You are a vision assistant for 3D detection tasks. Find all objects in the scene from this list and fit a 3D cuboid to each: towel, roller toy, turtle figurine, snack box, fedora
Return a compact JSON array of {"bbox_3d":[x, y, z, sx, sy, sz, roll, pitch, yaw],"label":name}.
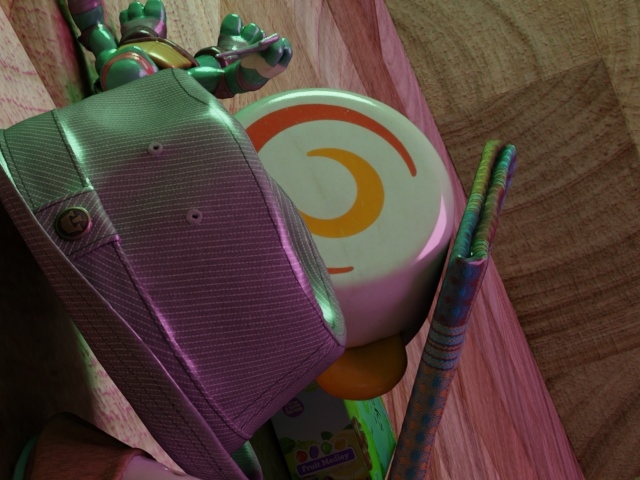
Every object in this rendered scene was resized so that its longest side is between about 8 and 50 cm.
[{"bbox_3d":[0.088,0.130,1.509,0.271,0.040,0.370,-66,171,-66],"label":"towel"},{"bbox_3d":[0.000,0.000,1.418,0.191,0.209,0.146,-54,167,-28],"label":"roller toy"},{"bbox_3d":[-0.114,-0.134,1.364,0.175,0.118,0.234,30,10,2],"label":"turtle figurine"},{"bbox_3d":[-0.006,0.104,1.596,0.174,0.070,0.207,-46,118,-80],"label":"snack box"},{"bbox_3d":[-0.076,-0.002,1.037,0.275,0.124,0.244,56,0,37],"label":"fedora"}]

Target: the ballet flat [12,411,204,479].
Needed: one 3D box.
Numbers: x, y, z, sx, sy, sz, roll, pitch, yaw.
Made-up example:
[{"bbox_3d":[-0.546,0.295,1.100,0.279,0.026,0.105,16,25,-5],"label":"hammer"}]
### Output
[{"bbox_3d":[-0.086,0.174,0.877,0.342,0.124,0.116,-85,153,-67],"label":"ballet flat"}]
